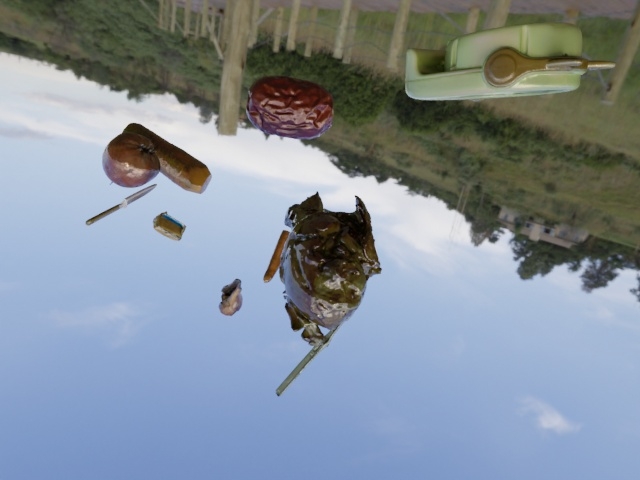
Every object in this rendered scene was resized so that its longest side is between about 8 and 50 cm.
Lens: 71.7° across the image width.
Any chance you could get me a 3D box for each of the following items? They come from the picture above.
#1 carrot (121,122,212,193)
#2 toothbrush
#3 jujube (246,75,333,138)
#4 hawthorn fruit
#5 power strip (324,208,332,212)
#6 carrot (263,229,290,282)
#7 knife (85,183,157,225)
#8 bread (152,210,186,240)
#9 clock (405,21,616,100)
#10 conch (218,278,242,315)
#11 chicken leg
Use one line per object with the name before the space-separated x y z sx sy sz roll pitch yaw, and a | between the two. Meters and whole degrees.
carrot | -0.505 -0.268 1.464 0.302 0.114 0.114 34 -163 -5
toothbrush | -0.012 0.252 1.013 0.028 0.294 0.026 24 -162 -43
jujube | -0.087 -0.383 1.281 0.251 0.173 0.174 4 -162 -6
hawthorn fruit | -0.526 -0.201 1.202 0.149 0.189 0.149 43 -174 -6
power strip | 0.017 -0.091 1.612 0.136 0.050 0.019 24 167 20
carrot | -0.157 0.064 1.616 0.061 0.209 0.061 22 159 9
knife | -0.545 -0.104 1.236 0.022 0.046 0.256 46 -143 -5
bread | -0.513 -0.045 1.494 0.053 0.072 0.106 -16 140 41
clock | 0.373 -0.350 0.887 0.286 0.117 0.349 -14 -162 -35
conch | -0.314 0.202 1.591 0.086 0.232 0.080 38 -146 22
chicken leg | 0.003 -0.007 0.789 0.140 0.212 0.360 37 -153 -30
